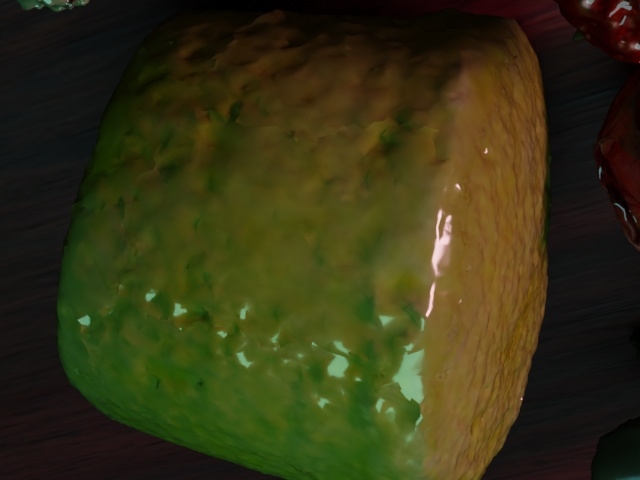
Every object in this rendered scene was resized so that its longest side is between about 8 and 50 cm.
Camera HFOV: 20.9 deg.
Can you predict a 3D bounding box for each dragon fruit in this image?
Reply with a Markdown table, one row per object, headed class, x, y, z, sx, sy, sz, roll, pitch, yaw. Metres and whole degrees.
| class | x | y | z | sx | sy | sz | roll | pitch | yaw |
| --- | --- | --- | --- | --- | --- | --- | --- | --- | --- |
| dragon fruit | 0.274 | -0.058 | 1.170 | 0.172 | 0.209 | 0.172 | 4 | 113 | 9 |

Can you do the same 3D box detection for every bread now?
| class | x | y | z | sx | sy | sz | roll | pitch | yaw |
| --- | --- | --- | --- | --- | --- | --- | --- | --- | --- |
| bread | 0.000 | 0.000 | 1.197 | 0.308 | 0.348 | 0.348 | 12 | 139 | 16 |

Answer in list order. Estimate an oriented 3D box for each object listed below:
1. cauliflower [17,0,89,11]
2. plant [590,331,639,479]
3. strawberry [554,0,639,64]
| class | x | y | z | sx | sy | sz | roll | pitch | yaw |
| --- | --- | --- | --- | --- | --- | --- | --- | --- | --- |
| cauliflower | -0.204 | -0.287 | 1.022 | 0.260 | 0.281 | 0.327 | 25 | 167 | 16 |
| plant | 0.347 | 0.117 | 1.322 | 0.213 | 0.215 | 0.312 | 24 | 146 | -9 |
| strawberry | 0.224 | -0.228 | 0.951 | 0.257 | 0.257 | 0.277 | 18 | 148 | -8 |
